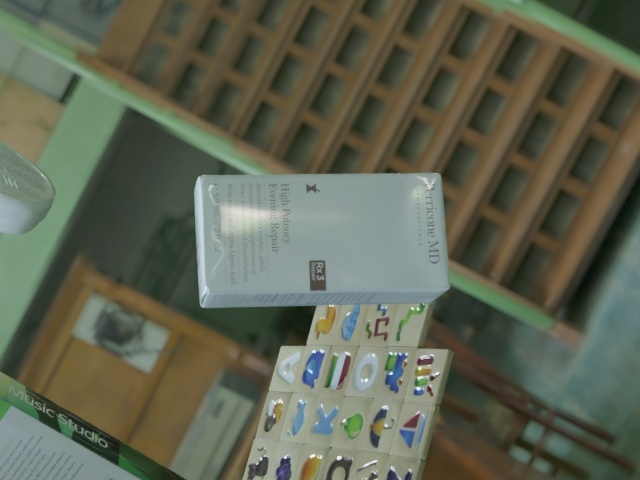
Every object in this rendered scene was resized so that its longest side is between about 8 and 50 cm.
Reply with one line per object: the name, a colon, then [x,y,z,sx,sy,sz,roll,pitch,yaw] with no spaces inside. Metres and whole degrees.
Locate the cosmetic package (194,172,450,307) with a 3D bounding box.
cosmetic package: [0.000,0.000,1.545,0.085,0.231,0.117,123,144,-76]

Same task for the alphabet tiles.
alphabet tiles: [0.022,0.197,1.776,0.342,0.011,0.285,-5,67,59]

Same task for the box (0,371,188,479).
box: [-0.288,0.277,1.618,0.232,0.322,0.058,-52,20,13]

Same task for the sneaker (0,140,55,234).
sneaker: [-0.370,-0.028,1.352,0.108,0.293,0.169,-54,-15,-71]
